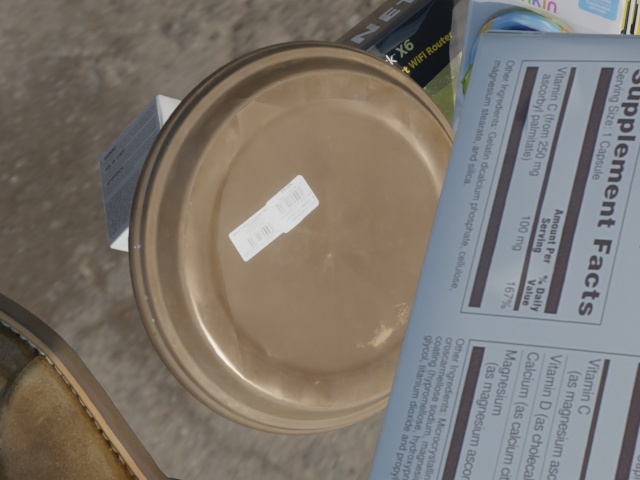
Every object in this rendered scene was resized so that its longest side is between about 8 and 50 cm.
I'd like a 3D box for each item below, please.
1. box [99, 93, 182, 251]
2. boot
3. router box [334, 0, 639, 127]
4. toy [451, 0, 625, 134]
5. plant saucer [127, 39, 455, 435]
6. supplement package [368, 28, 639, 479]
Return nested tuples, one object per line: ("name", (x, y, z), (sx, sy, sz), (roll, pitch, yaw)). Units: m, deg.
("box", (-0.088, -0.043, 1.822), (0.203, 0.103, 0.114), (13, 141, -33))
("boot", (-0.143, 0.125, 0.947), (0.305, 0.115, 0.112), (40, 153, 26))
("router box", (0.169, -0.140, 1.747), (0.309, 0.081, 0.243), (-39, 112, -6))
("toy", (0.157, -0.106, 1.571), (0.137, 0.056, 0.237), (24, 130, 27))
("plant saucer", (0.000, 0.000, 1.364), (0.278, 0.041, 0.278), (-3, 95, -28))
("supplement package", (0.120, 0.101, 0.567), (0.145, 0.204, 0.262), (5, 71, 33))
